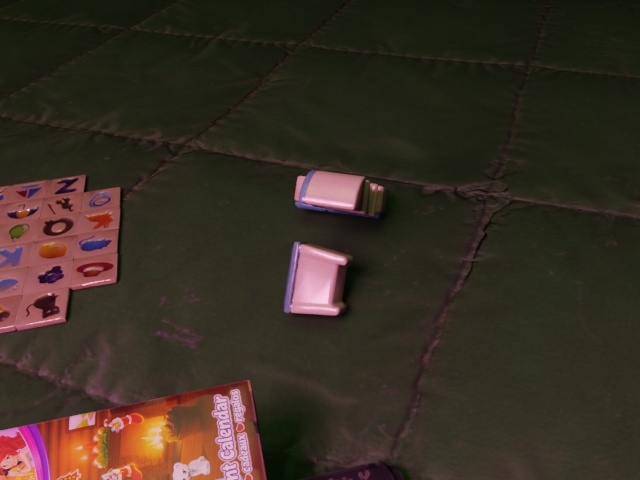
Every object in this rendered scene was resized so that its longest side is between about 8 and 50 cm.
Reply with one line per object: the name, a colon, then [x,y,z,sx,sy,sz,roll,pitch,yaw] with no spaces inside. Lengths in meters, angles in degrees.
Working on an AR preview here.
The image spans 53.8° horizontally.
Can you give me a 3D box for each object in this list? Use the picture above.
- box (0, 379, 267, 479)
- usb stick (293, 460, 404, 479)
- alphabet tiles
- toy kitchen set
box: [-0.120,0.253,0.417,0.201,0.057,0.293,-11,53,-8]
usb stick: [-0.063,0.237,0.503,0.278,0.045,0.077,-10,31,-8]
alphabet tiles: [-0.420,0.010,0.864,0.285,0.011,0.342,-10,37,-9]
toy kitchen set: [0.000,0.000,0.800,0.122,0.166,0.207,9,2,16]
